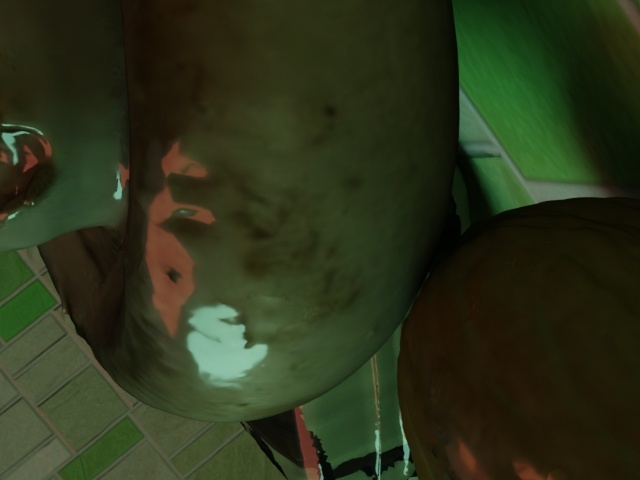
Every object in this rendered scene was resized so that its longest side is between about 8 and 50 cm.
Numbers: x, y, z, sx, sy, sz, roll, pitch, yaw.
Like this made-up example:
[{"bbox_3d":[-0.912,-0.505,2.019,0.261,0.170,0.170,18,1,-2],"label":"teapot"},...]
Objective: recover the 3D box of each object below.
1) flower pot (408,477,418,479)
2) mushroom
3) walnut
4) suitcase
[{"bbox_3d":[0.086,0.190,1.346,0.212,0.212,0.202,57,177,-33],"label":"flower pot"},{"bbox_3d":[-0.094,-0.079,0.631,0.362,0.294,0.362,170,90,-66],"label":"mushroom"},{"bbox_3d":[0.147,0.097,0.574,0.261,0.225,0.225,55,173,17],"label":"walnut"},{"bbox_3d":[0.000,0.000,0.962,0.351,0.193,0.339,-148,48,-64],"label":"suitcase"}]
